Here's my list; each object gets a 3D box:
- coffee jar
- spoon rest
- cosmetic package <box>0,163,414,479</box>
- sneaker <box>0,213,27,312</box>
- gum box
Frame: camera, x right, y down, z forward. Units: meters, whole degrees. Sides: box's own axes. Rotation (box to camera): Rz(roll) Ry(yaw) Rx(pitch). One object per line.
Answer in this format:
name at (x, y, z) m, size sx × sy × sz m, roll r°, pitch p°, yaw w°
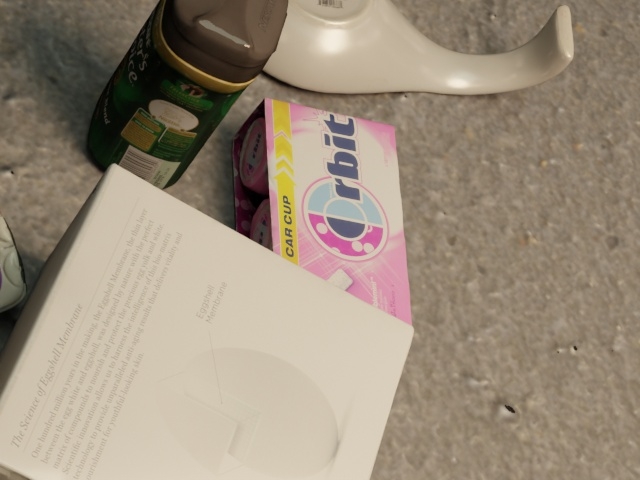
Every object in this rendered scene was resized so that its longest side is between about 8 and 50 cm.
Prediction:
coffee jar at (-0.091, -0.119, 1.166) m, size 0.079 × 0.184 × 0.096 m, roll 26°, pitch 52°, yaw -15°
spoon rest at (0.059, -0.164, 1.363) m, size 0.276 × 0.084 × 0.137 m, roll 9°, pitch 56°, yaw -10°
cosmetic package at (-0.092, 0.115, 1.056) m, size 0.224 × 0.138 × 0.224 m, roll 30°, pitch 51°, yaw -13°
sneaker at (-0.249, -0.025, 1.101) m, size 0.071 × 0.068 × 0.170 m, roll -21°, pitch 67°, yaw -18°
gum box at (0.000, 0.000, 1.226) m, size 0.107 × 0.062 × 0.188 m, roll 11°, pitch 57°, yaw -24°
